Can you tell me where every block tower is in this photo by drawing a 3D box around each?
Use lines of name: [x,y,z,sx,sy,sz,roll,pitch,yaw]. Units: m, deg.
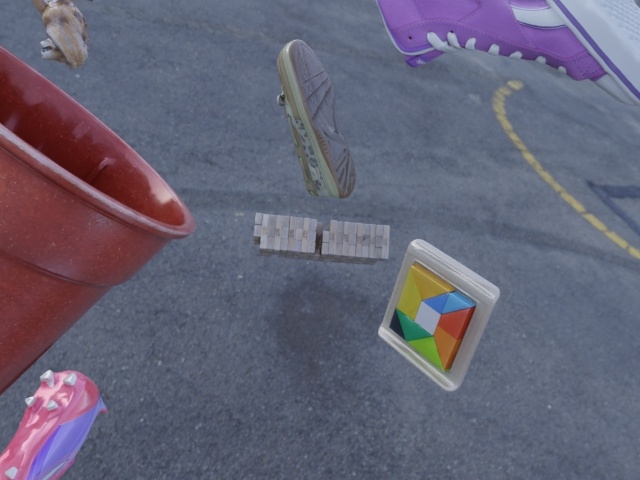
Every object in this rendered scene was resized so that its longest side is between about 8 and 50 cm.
block tower: [0.000,0.000,1.525,0.335,0.097,0.091,5,76,-6]

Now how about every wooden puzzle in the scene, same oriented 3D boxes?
wooden puzzle: [0.222,0.148,1.211,0.044,0.239,0.221,-4,31,-44]

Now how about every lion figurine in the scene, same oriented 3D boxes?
lion figurine: [-0.755,-0.674,1.723,0.142,0.240,0.392,-21,49,-1]

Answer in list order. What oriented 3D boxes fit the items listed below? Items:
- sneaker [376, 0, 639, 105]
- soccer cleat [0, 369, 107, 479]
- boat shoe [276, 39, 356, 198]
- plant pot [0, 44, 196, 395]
sneaker: [0.163,-0.193,0.542,0.282,0.161,0.102,47,43,8]
soccer cleat: [-0.322,0.258,0.661,0.083,0.095,0.248,0,45,26]
boat shoe: [-0.023,-0.196,1.038,0.089,0.285,0.104,-1,31,32]
plant pot: [-0.287,0.003,0.466,0.272,0.265,0.272,42,3,-3]
